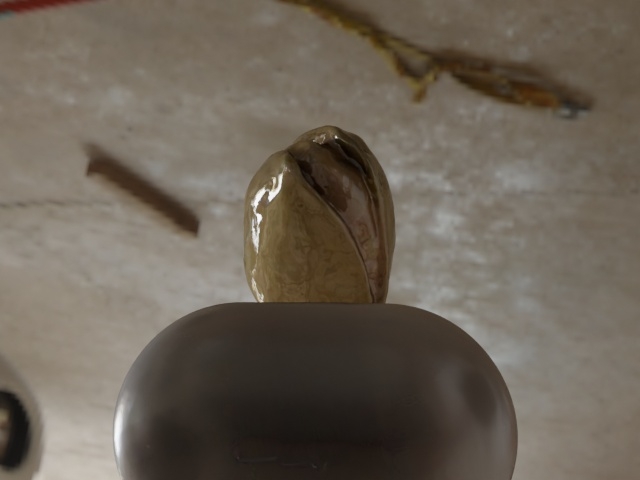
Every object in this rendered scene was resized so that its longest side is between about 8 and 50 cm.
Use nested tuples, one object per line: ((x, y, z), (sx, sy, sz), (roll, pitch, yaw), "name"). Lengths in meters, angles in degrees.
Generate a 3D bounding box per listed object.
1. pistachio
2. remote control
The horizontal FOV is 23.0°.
((0.000, 0.000, 1.707), (0.181, 0.162, 0.293), (41, 144, 30), "pistachio")
((-0.005, 0.161, 1.285), (0.332, 0.221, 0.103), (1, -178, 2), "remote control")
